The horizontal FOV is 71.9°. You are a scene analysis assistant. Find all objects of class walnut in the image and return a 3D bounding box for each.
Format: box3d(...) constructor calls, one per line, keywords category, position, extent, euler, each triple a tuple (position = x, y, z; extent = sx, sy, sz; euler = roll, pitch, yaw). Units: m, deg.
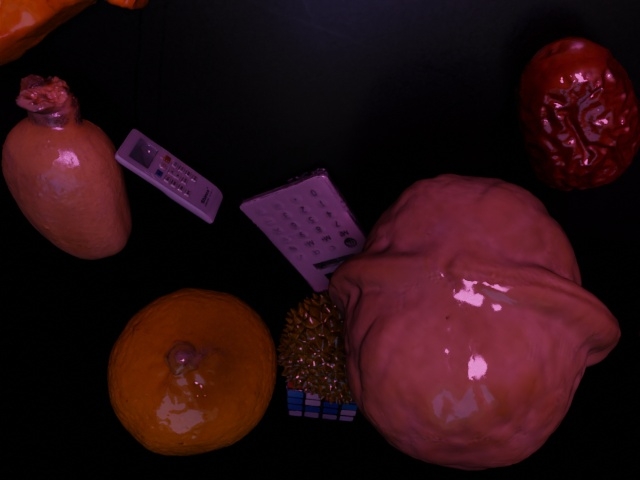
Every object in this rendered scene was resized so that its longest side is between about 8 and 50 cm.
box3d(category="walnut", position=(0.180, 0.106, 0.582), extent=(0.382, 0.381, 0.381), euler=(4, 138, 4))

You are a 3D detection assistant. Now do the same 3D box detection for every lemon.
box3d(category="lemon", position=(-0.235, 0.247, 0.844), extent=(0.337, 0.335, 0.335), euler=(4, 138, 4))

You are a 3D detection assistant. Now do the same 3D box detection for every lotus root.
box3d(category="lotus root", position=(-0.351, -0.071, 0.625), extent=(0.147, 0.130, 0.303), euler=(7, 138, -2))

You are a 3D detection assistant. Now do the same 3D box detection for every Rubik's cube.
box3d(category="Rubik's cube", position=(0.010, 0.285, 0.956), extent=(0.154, 0.155, 0.151), euler=(7, 140, 1))

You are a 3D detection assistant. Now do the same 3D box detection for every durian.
box3d(category="durian", position=(0.042, 0.193, 0.802), extent=(0.237, 0.199, 0.176), euler=(6, 163, -8))

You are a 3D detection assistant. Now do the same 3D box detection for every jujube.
box3d(category="jujube", position=(0.282, -0.134, 0.487), extent=(0.112, 0.109, 0.176), euler=(-39, 125, -1))

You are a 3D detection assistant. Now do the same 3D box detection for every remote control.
box3d(category="remote control", position=(-0.215, -0.089, 0.641), extent=(0.029, 0.061, 0.162), euler=(-29, 126, 36))

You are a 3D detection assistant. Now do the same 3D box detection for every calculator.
box3d(category="calculator", position=(0.000, 0.000, 0.739), extent=(0.161, 0.021, 0.261), euler=(-17, 132, 25))

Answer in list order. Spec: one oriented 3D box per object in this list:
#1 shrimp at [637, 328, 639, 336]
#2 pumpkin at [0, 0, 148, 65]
box3d(category="shrimp", position=(0.682, 0.131, 0.785), extent=(0.148, 0.035, 0.195), euler=(11, 137, -8))
box3d(category="pumpkin", position=(-0.265, -0.310, 0.375), extent=(0.291, 0.095, 0.258), euler=(-10, 134, 16))
